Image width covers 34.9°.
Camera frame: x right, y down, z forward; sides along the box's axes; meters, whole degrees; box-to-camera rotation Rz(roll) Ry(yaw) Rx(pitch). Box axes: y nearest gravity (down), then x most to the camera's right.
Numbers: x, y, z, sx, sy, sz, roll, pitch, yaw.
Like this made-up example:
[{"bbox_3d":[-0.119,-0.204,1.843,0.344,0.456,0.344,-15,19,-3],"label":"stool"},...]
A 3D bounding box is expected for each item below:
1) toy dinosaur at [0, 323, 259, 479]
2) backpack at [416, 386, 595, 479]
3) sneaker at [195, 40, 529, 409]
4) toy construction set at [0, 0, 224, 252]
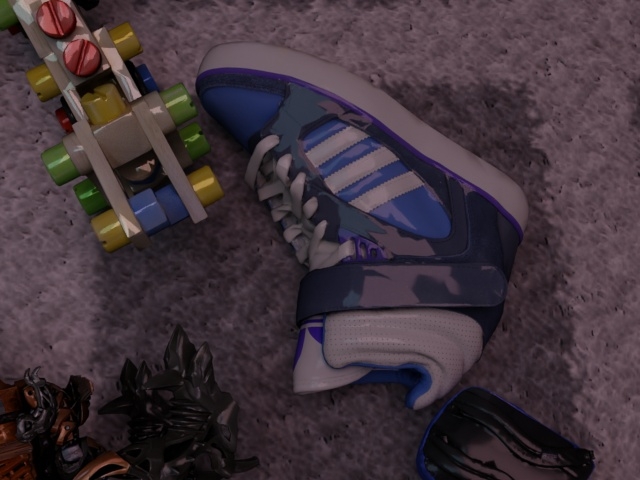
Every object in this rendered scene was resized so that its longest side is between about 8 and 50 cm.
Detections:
[{"bbox_3d":[-0.174,0.180,0.730,0.218,0.164,0.322,-38,115,-32],"label":"toy dinosaur"},{"bbox_3d":[0.134,0.182,0.807,0.120,0.101,0.098,34,70,10],"label":"backpack"},{"bbox_3d":[0.000,0.000,0.835,0.323,0.130,0.236,29,68,-2],"label":"sneaker"},{"bbox_3d":[-0.185,-0.156,0.808,0.151,0.215,0.327,-14,97,-6],"label":"toy construction set"}]
